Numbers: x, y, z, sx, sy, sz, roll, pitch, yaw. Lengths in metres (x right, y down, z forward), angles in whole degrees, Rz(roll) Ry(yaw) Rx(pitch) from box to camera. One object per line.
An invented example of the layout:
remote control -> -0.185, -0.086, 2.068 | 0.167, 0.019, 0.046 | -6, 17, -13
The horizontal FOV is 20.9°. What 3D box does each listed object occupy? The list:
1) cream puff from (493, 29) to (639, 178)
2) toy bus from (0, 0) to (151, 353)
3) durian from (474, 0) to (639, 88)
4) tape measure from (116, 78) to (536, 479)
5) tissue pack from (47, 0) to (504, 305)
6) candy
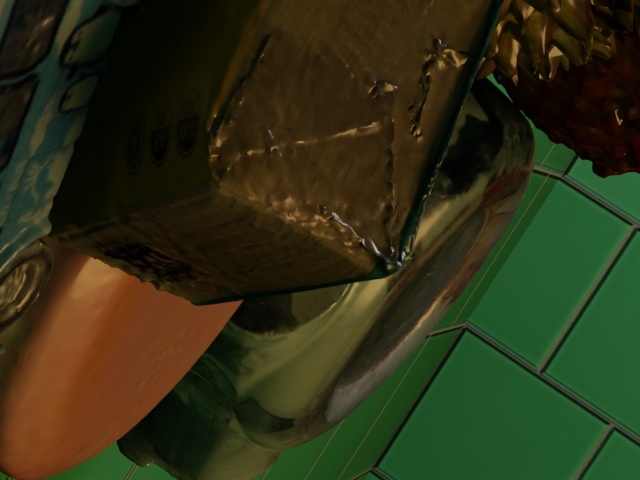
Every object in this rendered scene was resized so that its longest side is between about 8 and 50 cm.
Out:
cream puff -> 0.190, -0.179, 0.915 | 0.228, 0.350, 0.350 | -18, 147, -32
toy bus -> -0.125, -0.056, 0.498 | 0.131, 0.106, 0.297 | -31, 150, -59
durian -> 0.081, -0.174, 0.683 | 0.258, 0.258, 0.293 | -52, -166, -20
tape measure -> 0.000, 0.000, 1.024 | 0.275, 0.147, 0.256 | -43, 166, -32
tissue pack -> -0.021, -0.048, 0.579 | 0.169, 0.082, 0.120 | -11, -126, 65
candy -> -0.084, -0.016, 0.771 | 0.255, 0.094, 0.255 | -52, 167, -17
